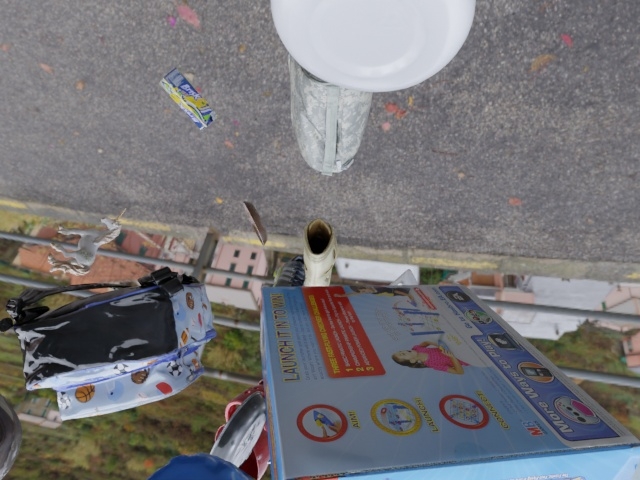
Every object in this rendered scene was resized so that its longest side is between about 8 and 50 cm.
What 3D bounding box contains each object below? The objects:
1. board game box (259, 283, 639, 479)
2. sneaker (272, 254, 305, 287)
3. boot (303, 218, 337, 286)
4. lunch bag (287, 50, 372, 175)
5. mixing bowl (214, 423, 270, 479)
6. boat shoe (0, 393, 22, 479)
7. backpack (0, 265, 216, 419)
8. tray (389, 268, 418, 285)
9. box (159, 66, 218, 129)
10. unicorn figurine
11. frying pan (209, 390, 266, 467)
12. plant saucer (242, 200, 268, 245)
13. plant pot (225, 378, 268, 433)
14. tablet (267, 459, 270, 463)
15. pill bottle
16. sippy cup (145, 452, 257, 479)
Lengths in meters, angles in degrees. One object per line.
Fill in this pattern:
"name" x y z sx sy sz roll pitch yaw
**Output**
"board game box" 0.091 0.154 0.472 0.301 0.308 0.086 0 110 -11
"sneaker" -0.093 0.136 1.428 0.111 0.300 0.121 35 104 -20
"boot" 0.000 0.000 1.226 0.095 0.262 0.203 7 139 6
"lunch bag" 0.023 -0.352 1.079 0.212 0.256 0.305 2 145 -1
"mixing bowl" -0.201 0.583 1.188 0.181 0.181 0.098 -17 175 39
"boat shoe" -0.494 0.186 0.418 0.355 0.132 0.130 14 177 0
"backpack" -0.294 0.152 0.690 0.276 0.213 0.263 -10 -178 7
"tray" 0.235 0.224 1.106 0.030 0.270 0.145 0 146 -32
"box" -0.373 -0.400 1.208 0.169 0.054 0.059 50 159 -23
"unicorn figurine" -0.479 0.001 0.869 0.111 0.162 0.060 15 157 -21
"frying pan" -0.191 0.483 0.959 0.053 0.197 0.326 24 118 18
"plant saucer" -0.218 -0.062 1.444 0.029 0.168 0.168 -25 150 -10
"plant pot" -0.190 0.565 1.400 0.191 0.174 0.191 11 112 29
"tablet" -0.052 0.385 0.765 0.083 0.006 0.054 -26 174 37
"pill bottle" 0.065 -0.329 0.424 0.181 0.323 0.181 9 162 3
"sippy cup" -0.138 0.401 0.543 0.305 0.240 0.224 -24 128 -9
